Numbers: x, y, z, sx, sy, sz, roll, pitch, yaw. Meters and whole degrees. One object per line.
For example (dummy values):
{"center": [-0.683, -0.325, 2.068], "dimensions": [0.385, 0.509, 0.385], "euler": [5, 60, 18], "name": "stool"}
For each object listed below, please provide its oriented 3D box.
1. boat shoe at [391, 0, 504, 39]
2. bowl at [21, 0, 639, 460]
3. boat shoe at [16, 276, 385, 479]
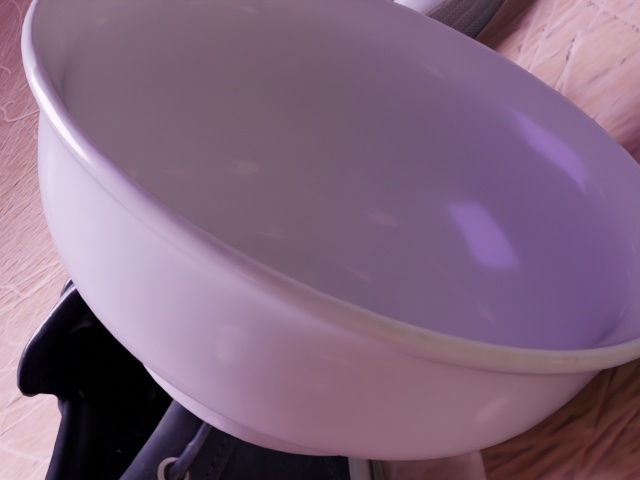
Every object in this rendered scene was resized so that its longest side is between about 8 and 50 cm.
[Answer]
{"center": [0.076, -0.173, 0.830], "dimensions": [0.226, 0.083, 0.076], "euler": [-40, 65, 3], "name": "boat shoe"}
{"center": [0.000, 0.000, 0.566], "dimensions": [0.298, 0.298, 0.134], "euler": [-97, 27, -57], "name": "bowl"}
{"center": [-0.079, 0.054, 0.737], "dimensions": [0.187, 0.156, 0.500], "euler": [-47, 24, 18], "name": "boat shoe"}
